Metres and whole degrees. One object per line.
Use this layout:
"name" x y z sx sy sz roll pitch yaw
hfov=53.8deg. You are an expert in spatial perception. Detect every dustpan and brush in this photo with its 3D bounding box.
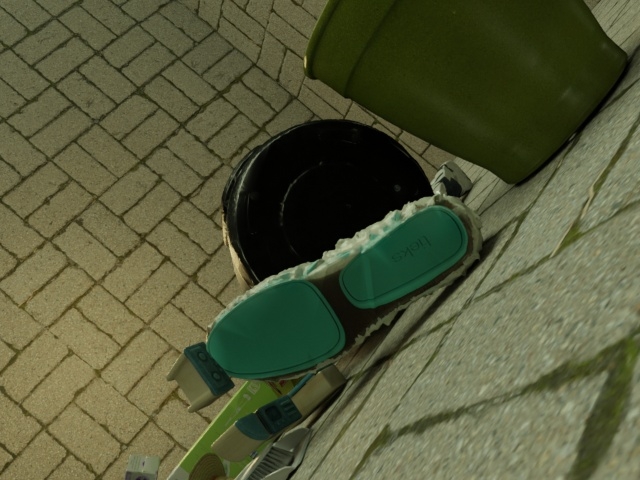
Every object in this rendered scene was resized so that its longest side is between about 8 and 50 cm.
"dustpan and brush" -0.108 0.346 0.894 0.211 0.060 0.147 -50 -3 7

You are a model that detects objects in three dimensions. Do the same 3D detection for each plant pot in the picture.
"plant pot" 0.226 -0.279 0.917 0.366 0.353 0.366 -50 -3 -4

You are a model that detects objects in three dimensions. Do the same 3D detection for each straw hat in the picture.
"straw hat" -0.150 0.399 0.972 0.061 0.145 0.144 -7 12 17

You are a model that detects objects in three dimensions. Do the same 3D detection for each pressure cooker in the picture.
"pressure cooker" 0.004 0.005 1.209 0.369 0.376 0.420 -9 -10 -7

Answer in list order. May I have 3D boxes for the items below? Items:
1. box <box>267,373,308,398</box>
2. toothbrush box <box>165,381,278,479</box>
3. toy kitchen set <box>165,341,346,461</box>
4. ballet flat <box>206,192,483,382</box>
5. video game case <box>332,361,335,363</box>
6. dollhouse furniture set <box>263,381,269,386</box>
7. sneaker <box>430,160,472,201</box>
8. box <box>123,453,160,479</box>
"box" -0.051 0.239 1.131 0.087 0.058 0.232 -49 -24 -18
"toothbrush box" -0.196 0.432 1.280 0.283 0.122 0.206 -48 -4 -29
"toy kitchen set" -0.092 0.205 0.943 0.122 0.166 0.207 -46 -17 22
"ballet flat" 0.039 0.074 0.858 0.408 0.147 0.147 -28 4 17
"video game case" 0.032 0.250 1.410 0.119 0.015 0.166 -48 -3 -39
"dollhouse furniture set" -0.147 0.418 1.540 0.259 0.135 0.262 -62 -5 13
"sneaker" 0.269 -0.091 1.495 0.153 0.094 0.235 -42 13 34
"box" -0.386 0.596 1.274 0.067 0.063 0.324 -132 54 -76
